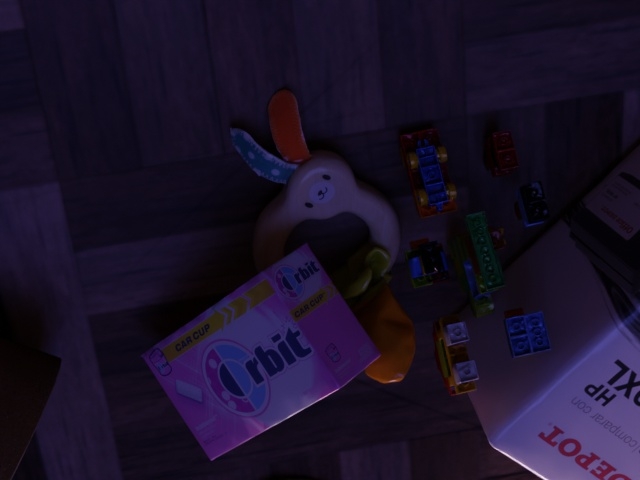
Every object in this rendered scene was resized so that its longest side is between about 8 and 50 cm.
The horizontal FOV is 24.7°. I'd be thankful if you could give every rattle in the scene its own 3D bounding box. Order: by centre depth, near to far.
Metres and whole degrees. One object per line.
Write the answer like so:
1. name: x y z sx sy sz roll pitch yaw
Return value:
1. rattle: 0.000 0.000 1.155 0.130 0.143 0.200 -6 130 10

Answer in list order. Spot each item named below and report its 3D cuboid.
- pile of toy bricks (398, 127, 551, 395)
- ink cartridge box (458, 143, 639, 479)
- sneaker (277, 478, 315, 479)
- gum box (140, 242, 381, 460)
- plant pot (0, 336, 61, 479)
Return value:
1. pile of toy bricks: 0.125 0.015 1.205 0.118 0.105 0.212 -12 83 -7
2. ink cartridge box: 0.348 0.063 1.243 0.285 0.166 0.395 35 110 -28
3. sneaker: 0.020 0.285 1.377 0.188 0.071 0.066 27 114 -26
4. gum box: -0.054 0.095 1.182 0.188 0.062 0.107 -35 89 42
5. plant pot: -0.369 0.141 1.133 0.254 0.237 0.237 29 113 -12
